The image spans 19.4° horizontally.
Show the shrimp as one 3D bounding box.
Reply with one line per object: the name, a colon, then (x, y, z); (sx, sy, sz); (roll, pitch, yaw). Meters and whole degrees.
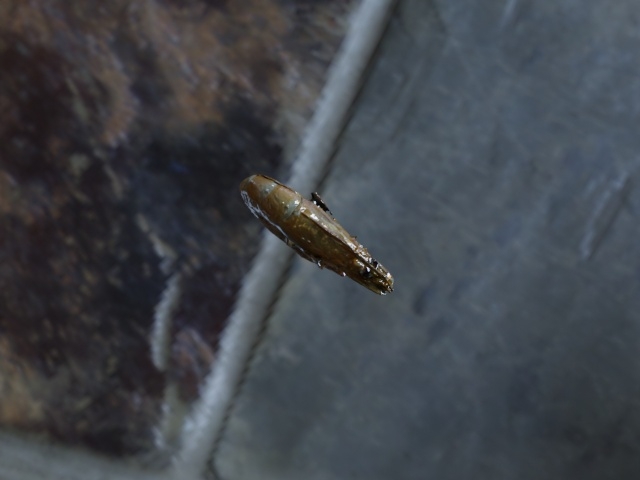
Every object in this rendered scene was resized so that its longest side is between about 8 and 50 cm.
shrimp: (-0.005, 0.006, 1.528); (0.045, 0.162, 0.095); (-43, 160, -28)
